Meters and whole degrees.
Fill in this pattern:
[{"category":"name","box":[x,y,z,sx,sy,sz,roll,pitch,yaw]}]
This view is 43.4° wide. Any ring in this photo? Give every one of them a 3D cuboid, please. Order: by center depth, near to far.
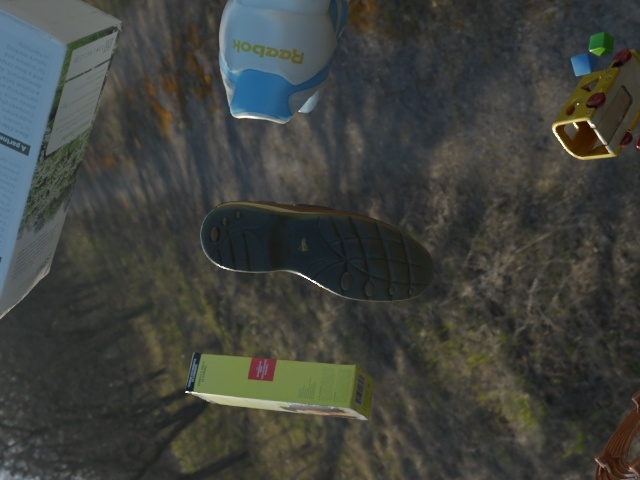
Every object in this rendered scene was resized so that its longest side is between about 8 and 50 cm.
[{"category":"ring","box":[0.495,0.222,1.107,0.032,0.336,0.336,45,160,8]}]

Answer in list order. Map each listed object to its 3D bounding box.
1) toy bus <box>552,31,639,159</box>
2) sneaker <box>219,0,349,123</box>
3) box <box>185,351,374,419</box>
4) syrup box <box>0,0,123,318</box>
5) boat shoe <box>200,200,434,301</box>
[{"category":"toy bus","box":[0.460,-0.227,1.305,0.104,0.202,0.190,-1,93,57]},{"category":"sneaker","box":[-0.028,-0.143,0.567,0.228,0.088,0.092,-69,-10,-71]},{"category":"box","box":[-0.054,0.190,1.054,0.087,0.232,0.058,46,-130,-59]},{"category":"syrup box","box":[-0.235,-0.065,0.592,0.096,0.093,0.236,26,117,-1]},{"category":"boat shoe","box":[0.000,0.000,0.619,0.060,0.178,0.064,-91,13,-73]}]
